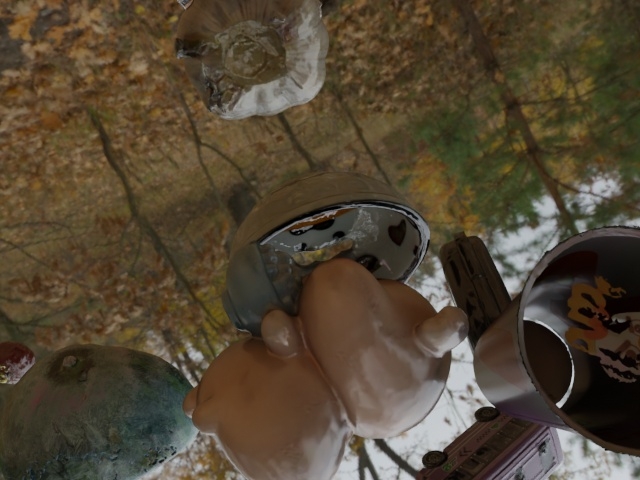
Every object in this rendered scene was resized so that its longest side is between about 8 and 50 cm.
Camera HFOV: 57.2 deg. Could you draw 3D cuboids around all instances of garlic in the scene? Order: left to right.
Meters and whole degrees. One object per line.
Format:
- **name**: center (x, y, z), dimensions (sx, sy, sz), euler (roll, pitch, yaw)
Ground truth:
- **garlic**: center (-0.136, -0.402, 1.214), dimensions (0.322, 0.241, 0.322), euler (-19, 139, -17)

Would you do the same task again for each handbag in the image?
- **handbag**: center (0.294, 0.124, 1.067), dimensions (0.093, 0.253, 0.308), euler (-21, -144, 10)

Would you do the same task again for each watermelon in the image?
- **watermelon**: center (-0.358, 0.267, 0.899), dimensions (0.322, 0.175, 0.188), euler (-12, -164, -4)

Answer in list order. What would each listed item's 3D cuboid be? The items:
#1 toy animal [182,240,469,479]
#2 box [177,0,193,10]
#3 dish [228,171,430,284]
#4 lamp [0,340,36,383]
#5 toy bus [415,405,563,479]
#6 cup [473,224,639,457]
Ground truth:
- **toy animal**: center (0.001, 0.130, 0.550), dimensions (0.230, 0.221, 0.210), euler (19, 168, -12)
- **box**: center (-0.237, -0.539, 1.313), dimensions (0.129, 0.033, 0.247), euler (-40, 157, 8)
- **dish**: center (0.000, 0.000, 0.793), dimensions (0.303, 0.120, 0.303), euler (-14, 146, -9)
- **lamp**: center (-0.650, 0.255, 1.228), dimensions (0.101, 0.101, 0.090), euler (-25, -151, 18)
- **toy bus**: center (0.230, 0.308, 0.790), dimensions (0.199, 0.096, 0.108), euler (-27, -164, -30)
- **cup**: center (0.262, 0.120, 0.624), dimensions (0.203, 0.203, 0.288), euler (-26, 164, -8)
